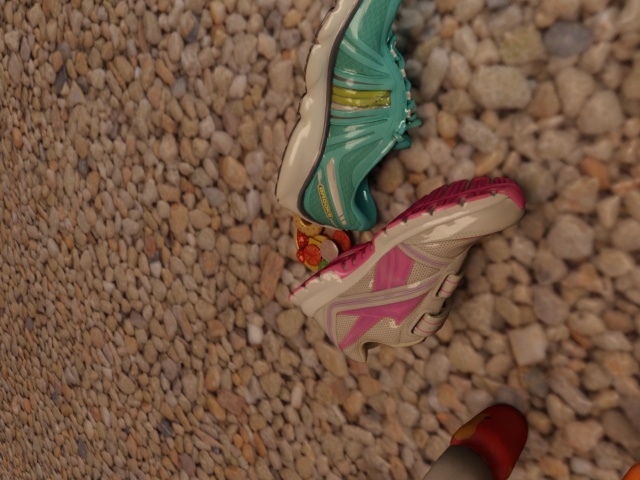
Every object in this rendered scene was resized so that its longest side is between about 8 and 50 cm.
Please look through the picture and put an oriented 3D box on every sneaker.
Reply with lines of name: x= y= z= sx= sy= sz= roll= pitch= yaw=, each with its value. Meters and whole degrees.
sneaker: x=0.045 y=-0.132 z=0.522 sx=0.110 sy=0.107 sz=0.275 roll=23 pitch=122 yaw=11
sneaker: x=0.088 y=0.033 z=0.520 sx=0.252 sy=0.103 sz=0.111 roll=-37 pitch=89 yaw=39

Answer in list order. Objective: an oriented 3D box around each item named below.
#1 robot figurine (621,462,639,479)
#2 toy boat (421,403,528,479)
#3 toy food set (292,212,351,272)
robot figurine: x=0.290 y=0.191 z=0.373 sx=0.128 sy=0.158 sz=0.219 roll=-144 pitch=53 yaw=-60
toy boat: x=0.166 y=0.314 z=0.493 sx=0.268 sy=0.148 sz=0.317 roll=-13 pitch=94 yaw=41
toy food set: x=0.000 y=0.000 z=0.625 sx=0.083 sy=0.020 sz=0.083 roll=26 pitch=117 yaw=31
